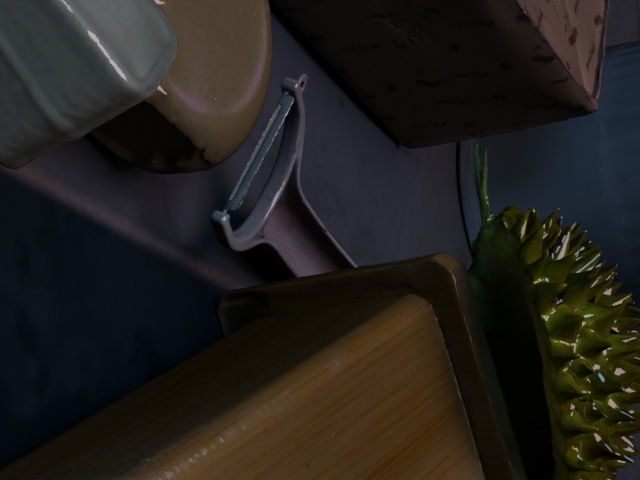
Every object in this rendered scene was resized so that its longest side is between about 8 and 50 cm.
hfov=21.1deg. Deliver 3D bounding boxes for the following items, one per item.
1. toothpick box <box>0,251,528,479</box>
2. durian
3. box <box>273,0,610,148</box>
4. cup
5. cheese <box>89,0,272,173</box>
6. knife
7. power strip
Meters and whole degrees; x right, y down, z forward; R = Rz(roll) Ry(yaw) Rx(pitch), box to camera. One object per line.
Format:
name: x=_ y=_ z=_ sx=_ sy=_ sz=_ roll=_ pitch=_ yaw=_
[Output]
toothpick box: x=-0.040 y=0.147 z=0.982 sx=0.308 sy=0.190 sz=0.187 roll=-29 pitch=105 yaw=-53
durian: x=0.125 y=0.113 z=1.125 sx=0.157 sy=0.169 sz=0.355 roll=-59 pitch=169 yaw=-35
box: x=0.079 y=-0.248 z=1.291 sx=0.297 sy=0.190 sz=0.225 roll=43 pitch=47 yaw=-44
cup: x=0.301 y=-0.047 z=1.467 sx=0.331 sy=0.311 sz=0.257 roll=-33 pitch=108 yaw=-57
cheese: x=-0.100 y=-0.143 z=1.054 sx=0.175 sy=0.091 sz=0.202 roll=40 pitch=46 yaw=-47
knife: x=-0.002 y=0.000 z=1.180 sx=0.123 sy=0.053 sz=0.278 roll=-59 pitch=148 yaw=-16
power strip: x=-0.203 y=-0.159 z=0.865 sx=0.261 sy=0.141 sz=0.229 roll=57 pitch=23 yaw=-18
